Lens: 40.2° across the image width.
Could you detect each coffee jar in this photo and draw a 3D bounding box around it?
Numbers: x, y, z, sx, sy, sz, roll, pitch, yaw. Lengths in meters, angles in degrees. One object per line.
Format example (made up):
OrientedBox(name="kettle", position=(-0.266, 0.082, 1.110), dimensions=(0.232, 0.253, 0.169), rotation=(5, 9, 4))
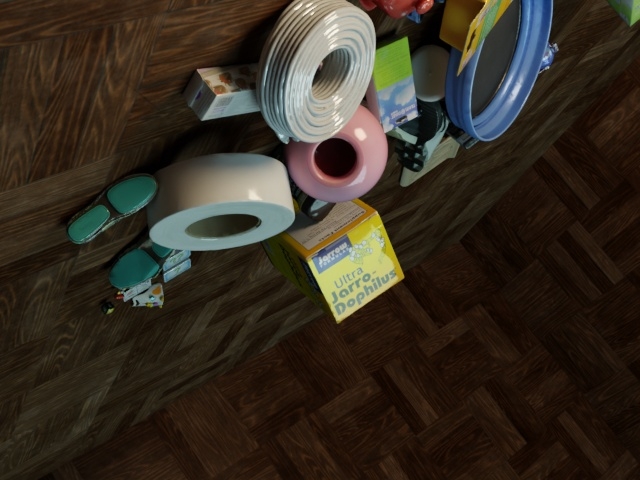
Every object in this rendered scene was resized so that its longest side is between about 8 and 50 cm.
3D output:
OrientedBox(name="coffee jar", position=(-0.037, -0.129, 1.917), dimensions=(0.079, 0.184, 0.096), rotation=(12, 119, -54))

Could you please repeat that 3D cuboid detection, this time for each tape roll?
OrientedBox(name="tape roll", position=(-0.194, -0.070, 1.694), dimensions=(0.286, 0.100, 0.286), rotation=(-10, 163, -3))

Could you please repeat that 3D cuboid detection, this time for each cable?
OrientedBox(name="cable", position=(-0.006, -0.295, 1.513), dimensions=(0.257, 0.089, 0.257), rotation=(-56, 152, -4))

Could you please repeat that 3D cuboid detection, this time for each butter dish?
OrientedBox(name="butter dish", position=(0.150, -0.444, 1.522), dimensions=(0.160, 0.118, 0.160), rotation=(-40, 165, 9))

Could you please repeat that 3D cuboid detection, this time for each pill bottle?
OrientedBox(name="pill bottle", position=(0.310, -0.395, 2.049), dimensions=(0.130, 0.130, 0.246), rotation=(-46, 164, 33))

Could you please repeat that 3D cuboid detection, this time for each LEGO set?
OrientedBox(name="LEGO set", position=(-0.400, 0.093, 2.043), dimensions=(0.244, 0.060, 0.182), rotation=(-31, 161, -21))

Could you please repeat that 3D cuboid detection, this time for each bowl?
OrientedBox(name="bowl", position=(0.400, -0.420, 1.964), dimensions=(0.391, 0.077, 0.391), rotation=(-40, 143, -39))

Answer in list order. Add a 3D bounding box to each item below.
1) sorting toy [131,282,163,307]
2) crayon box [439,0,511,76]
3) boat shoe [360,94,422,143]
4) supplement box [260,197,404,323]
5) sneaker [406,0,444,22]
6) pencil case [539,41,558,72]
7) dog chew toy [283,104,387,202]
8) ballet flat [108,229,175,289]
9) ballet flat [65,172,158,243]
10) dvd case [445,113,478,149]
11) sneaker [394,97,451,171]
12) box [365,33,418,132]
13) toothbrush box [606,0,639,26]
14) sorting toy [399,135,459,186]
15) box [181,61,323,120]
OrientedBox(name="sorting toy", position=(-0.434, 0.147, 2.183), dimensions=(0.075, 0.045, 0.083), rotation=(-10, 156, -20))
OrientedBox(name="crayon box", position=(0.328, -0.498, 1.672), dimensions=(0.323, 0.083, 0.203), rotation=(-54, 169, -13))
OrientedBox(name="boat shoe", position=(0.161, -0.311, 2.006), dimensions=(0.340, 0.127, 0.113), rotation=(17, 97, -61))
OrientedBox(name="supplement box", position=(0.000, 0.000, 2.029), dimensions=(0.194, 0.356, 0.195), rotation=(-34, 123, -12))
OrientedBox(name="sneaker", position=(0.236, -0.498, 1.639), dimensions=(0.209, 0.082, 0.069), rotation=(-44, 163, 19))
OrientedBox(name="pencil case", position=(0.480, -0.439, 2.325), dimensions=(0.306, 0.133, 0.119), rotation=(-38, -167, 8))
OrientedBox(name="dog chew toy", position=(0.032, -0.202, 1.799), dimensions=(0.206, 0.206, 0.332), rotation=(-41, -168, 13))
OrientedBox(name="ballet flat", position=(-0.352, 0.018, 1.872), dimensions=(0.241, 0.091, 0.077), rotation=(-38, -171, 17))
OrientedBox(name="ballet flat", position=(-0.382, -0.062, 1.596), dimensions=(0.188, 0.070, 0.070), rotation=(-32, 165, -10))
OrientedBox(name="dvd case", position=(0.433, -0.347, 2.432), dimensions=(0.180, 0.022, 0.253), rotation=(-38, -158, 6))
OrientedBox(name="sneaker", position=(0.275, -0.317, 2.293), dimensions=(0.146, 0.122, 0.330), rotation=(-52, 170, -17))
OrientedBox(name="box", position=(0.144, -0.328, 1.828), dimensions=(0.109, 0.042, 0.178), rotation=(-29, 123, -28))
OrientedBox(name="toothbrush box", position=(0.708, -0.651, 2.043), dimensions=(0.122, 0.206, 0.283), rotation=(-39, 167, 10))
OrientedBox(name="sorting toy", position=(0.345, -0.261, 2.775), dimensions=(0.208, 0.038, 0.193), rotation=(-30, 165, -9))
OrientedBox(name="box", position=(-0.104, -0.275, 1.559), dimensions=(0.324, 0.063, 0.067), rotation=(-21, 159, -49))
